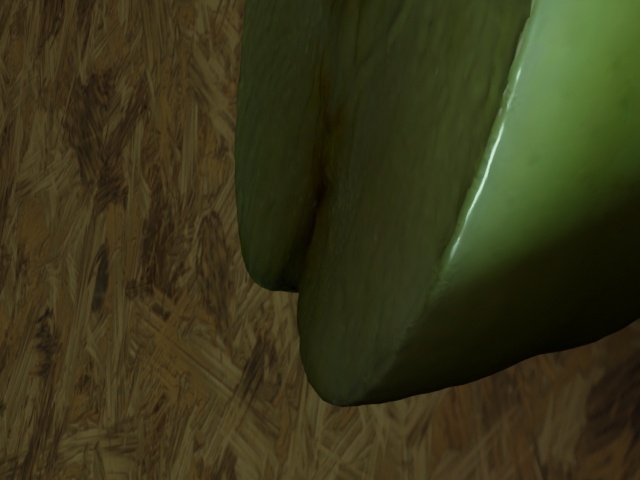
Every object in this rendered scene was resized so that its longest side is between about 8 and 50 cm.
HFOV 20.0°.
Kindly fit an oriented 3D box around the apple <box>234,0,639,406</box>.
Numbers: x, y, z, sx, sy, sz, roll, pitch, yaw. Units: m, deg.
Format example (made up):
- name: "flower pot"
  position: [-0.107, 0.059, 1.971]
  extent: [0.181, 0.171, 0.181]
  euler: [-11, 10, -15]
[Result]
- name: "apple"
  position: [0.052, -0.131, 0.674]
  extent: [0.311, 0.320, 0.360]
  euler: [15, 102, 29]
